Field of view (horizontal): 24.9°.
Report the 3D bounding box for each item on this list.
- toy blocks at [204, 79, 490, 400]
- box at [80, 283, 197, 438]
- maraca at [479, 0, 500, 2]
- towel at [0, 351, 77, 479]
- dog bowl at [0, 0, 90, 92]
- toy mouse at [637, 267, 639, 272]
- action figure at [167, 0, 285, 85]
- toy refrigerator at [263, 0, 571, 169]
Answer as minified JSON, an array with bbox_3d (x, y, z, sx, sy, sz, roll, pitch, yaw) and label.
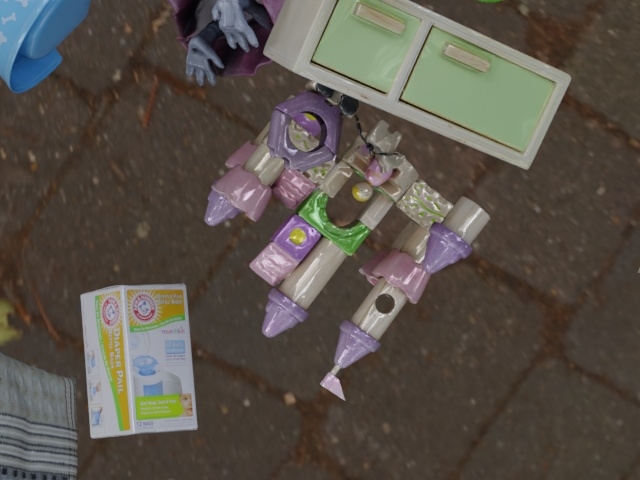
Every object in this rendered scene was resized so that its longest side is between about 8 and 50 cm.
[{"bbox_3d":[0.000,0.000,1.678,0.288,0.309,0.260,39,85,-8],"label":"toy blocks"},{"bbox_3d":[-0.249,0.164,1.987,0.114,0.103,0.203,2,79,-43],"label":"box"},{"bbox_3d":[0.149,-0.264,1.077,0.099,0.127,0.185,0,135,-39],"label":"maraca"},{"bbox_3d":[-0.241,0.219,1.045,0.056,0.324,0.312,-5,73,13],"label":"towel"},{"bbox_3d":[-0.237,-0.275,1.417,0.074,0.166,0.297,37,60,3],"label":"dog bowl"},{"bbox_3d":[0.311,0.017,1.174,0.161,0.143,0.031,31,78,-24],"label":"toy mouse"},{"bbox_3d":[-0.056,-0.373,1.825,0.370,0.248,0.275,-55,136,-25],"label":"action figure"},{"bbox_3d":[0.094,-0.163,1.357,0.270,0.094,0.102,21,100,-26],"label":"toy refrigerator"}]
